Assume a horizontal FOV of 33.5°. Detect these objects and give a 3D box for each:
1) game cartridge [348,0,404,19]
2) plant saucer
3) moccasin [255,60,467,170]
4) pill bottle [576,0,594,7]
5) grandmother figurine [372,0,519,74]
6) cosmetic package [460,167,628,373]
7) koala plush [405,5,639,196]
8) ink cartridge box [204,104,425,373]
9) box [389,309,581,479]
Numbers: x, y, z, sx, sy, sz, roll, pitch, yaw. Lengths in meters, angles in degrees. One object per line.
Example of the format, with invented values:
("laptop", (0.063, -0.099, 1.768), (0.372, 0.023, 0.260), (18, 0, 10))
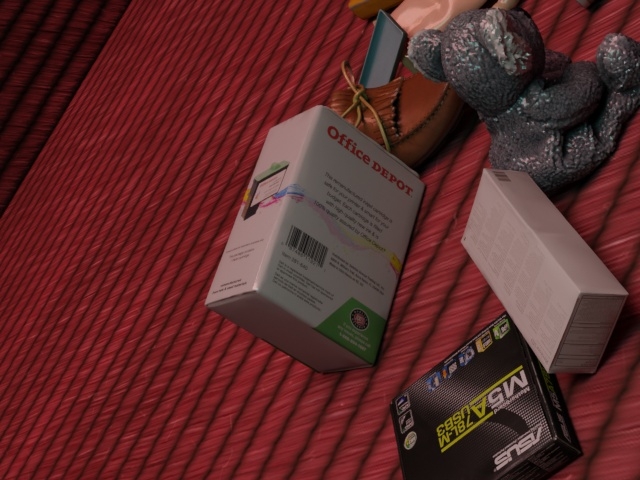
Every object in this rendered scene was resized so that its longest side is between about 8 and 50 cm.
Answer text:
("game cartridge", (0.205, -0.525, 1.758), (0.324, 0.053, 0.285), (-9, 53, 50))
("plant saucer", (0.086, -0.241, 1.563), (0.067, 0.018, 0.192), (54, 144, 36))
("moccasin", (0.054, -0.160, 1.503), (0.380, 0.147, 0.139), (-22, 43, 46))
("pill bottle", (0.353, -0.356, 1.331), (0.120, 0.067, 0.067), (-46, 30, 19))
("grandmother figurine", (0.232, -0.397, 1.532), (0.342, 0.104, 0.208), (-41, 68, 19))
("cosmetic package", (0.224, 0.025, 1.099), (0.239, 0.060, 0.099), (-114, 34, -53))
("koala plush", (0.218, -0.178, 1.194), (0.196, 0.221, 0.203), (10, 69, 59))
("ink cartridge box", (0.000, 0.000, 1.365), (0.117, 0.201, 0.278), (-17, 47, 49))
("box", (0.160, 0.190, 1.092), (0.191, 0.045, 0.184), (-42, 29, 25))
